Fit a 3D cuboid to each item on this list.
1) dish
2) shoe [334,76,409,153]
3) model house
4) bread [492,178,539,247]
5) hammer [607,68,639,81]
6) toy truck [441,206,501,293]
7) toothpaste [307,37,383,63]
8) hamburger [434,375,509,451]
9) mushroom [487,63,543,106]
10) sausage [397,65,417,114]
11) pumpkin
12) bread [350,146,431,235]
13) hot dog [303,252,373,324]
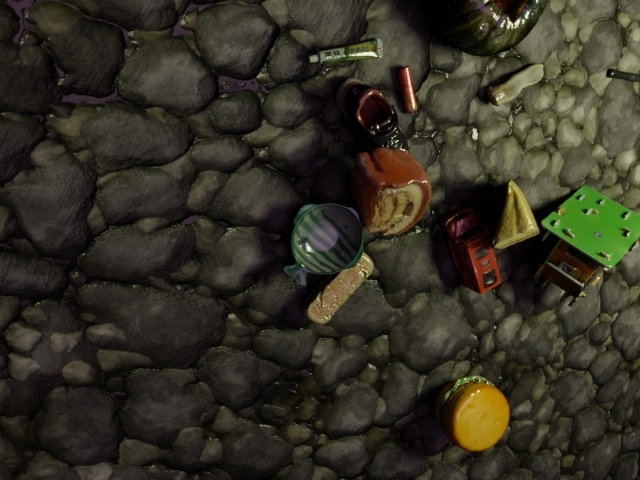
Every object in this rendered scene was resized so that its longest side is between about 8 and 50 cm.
[{"bbox_3d":[0.000,0.000,1.366,0.224,0.078,0.246,42,92,-23],"label":"dish"},{"bbox_3d":[0.158,-0.288,1.304,0.114,0.137,0.291,-43,118,-3],"label":"shoe"},{"bbox_3d":[0.824,0.036,1.659,0.358,0.242,0.312,-33,152,-36],"label":"model house"},{"bbox_3d":[0.545,-0.078,1.505,0.135,0.240,0.178,-24,78,22],"label":"bread"},{"bbox_3d":[1.009,-0.520,1.624,0.247,0.029,0.103,4,106,-21],"label":"hammer"},{"bbox_3d":[0.458,0.030,1.538,0.108,0.114,0.252,-28,116,-9],"label":"toy truck"},{"bbox_3d":[0.064,-0.464,1.270,0.204,0.031,0.049,-15,112,-19],"label":"toothpaste"},{"bbox_3d":[0.487,0.558,1.692,0.246,0.170,0.245,-2,95,-18],"label":"hamburger"},{"bbox_3d":[0.558,-0.449,1.462,0.202,0.054,0.059,-33,121,-14],"label":"mushroom"},{"bbox_3d":[0.232,-0.393,1.357,0.034,0.034,0.129,-21,113,-14],"label":"sausage"},{"bbox_3d":[0.418,-0.623,1.266,0.321,0.192,0.320,-6,107,-21],"label":"pumpkin"},{"bbox_3d":[0.179,-0.116,1.325,0.190,0.123,0.244,-9,143,-6],"label":"bread"},{"bbox_3d":[0.044,0.127,1.432,0.084,0.073,0.242,41,89,-25],"label":"hot dog"}]
